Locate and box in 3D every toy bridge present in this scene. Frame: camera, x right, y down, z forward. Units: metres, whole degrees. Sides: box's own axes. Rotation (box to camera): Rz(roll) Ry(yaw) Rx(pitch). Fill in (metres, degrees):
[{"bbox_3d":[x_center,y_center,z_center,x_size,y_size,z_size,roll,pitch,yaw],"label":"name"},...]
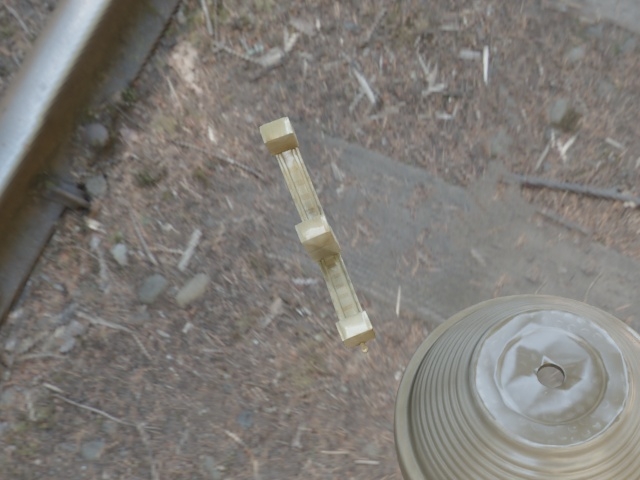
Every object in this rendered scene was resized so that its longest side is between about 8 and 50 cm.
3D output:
[{"bbox_3d":[0.000,0.000,0.819,0.026,0.063,0.188,-22,71,2],"label":"toy bridge"}]

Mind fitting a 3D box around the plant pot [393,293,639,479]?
[{"bbox_3d":[0.174,0.130,0.841,0.237,0.110,0.237,-3,56,5],"label":"plant pot"}]
